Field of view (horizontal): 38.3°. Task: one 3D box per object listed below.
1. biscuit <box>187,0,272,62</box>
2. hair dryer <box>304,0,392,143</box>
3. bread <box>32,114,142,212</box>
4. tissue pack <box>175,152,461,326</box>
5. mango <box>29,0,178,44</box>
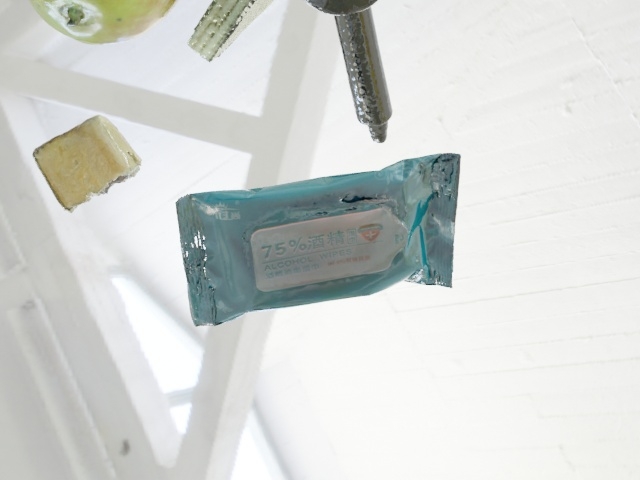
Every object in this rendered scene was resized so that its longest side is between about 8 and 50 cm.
[{"bbox_3d":[-0.066,-0.331,1.131,0.052,0.252,0.150,40,-46,-8],"label":"biscuit"},{"bbox_3d":[0.025,-0.154,0.705,0.071,0.248,0.114,-10,-133,3],"label":"hair dryer"},{"bbox_3d":[-0.322,-0.112,1.288,0.125,0.082,0.106,-29,-88,7],"label":"bread"},{"bbox_3d":[0.000,0.000,0.456,0.138,0.085,0.028,-10,-141,-10],"label":"tissue pack"},{"bbox_3d":[-0.236,-0.394,1.005,0.201,0.225,0.382,-10,-105,28],"label":"mango"}]
